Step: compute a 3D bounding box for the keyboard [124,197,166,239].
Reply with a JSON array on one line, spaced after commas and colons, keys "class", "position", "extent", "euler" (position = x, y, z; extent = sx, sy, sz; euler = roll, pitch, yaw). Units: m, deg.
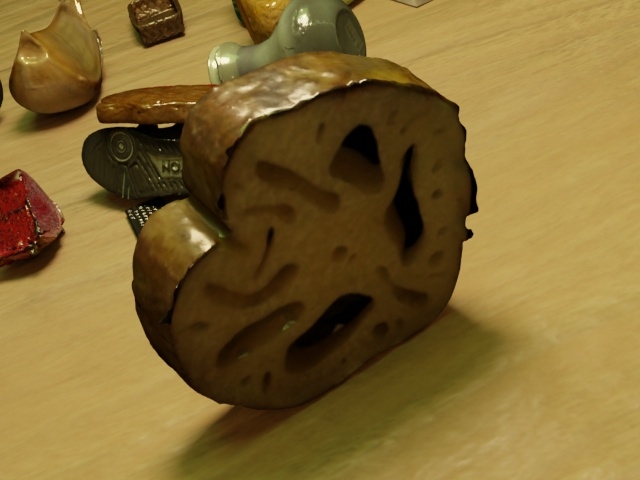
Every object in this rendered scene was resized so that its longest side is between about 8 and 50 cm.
[{"class": "keyboard", "position": [-0.229, -0.007, 1.433], "extent": [0.061, 0.013, 0.204], "euler": [-24, 34, -10]}]

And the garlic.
[{"class": "garlic", "position": [-0.477, -0.358, 1.903], "extent": [0.151, 0.196, 0.338], "euler": [6, 34, 5]}]

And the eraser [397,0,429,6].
[{"class": "eraser", "position": [0.180, -0.498, 1.972], "extent": [0.104, 0.023, 0.150], "euler": [-30, 35, -20]}]

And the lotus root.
[{"class": "lotus root", "position": [0.000, 0.000, 1.041], "extent": [0.390, 0.375, 0.111], "euler": [-58, 37, 6]}]

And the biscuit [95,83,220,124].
[{"class": "biscuit", "position": [-0.207, -0.214, 1.555], "extent": [0.273, 0.049, 0.257], "euler": [-3, 13, 4]}]

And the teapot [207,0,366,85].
[{"class": "teapot", "position": [-0.058, -0.305, 1.670], "extent": [0.251, 0.183, 0.183], "euler": [-10, 32, 30]}]

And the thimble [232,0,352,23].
[{"class": "thimble", "position": [-0.050, -0.543, 2.009], "extent": [0.288, 0.167, 0.254], "euler": [-21, 35, -5]}]

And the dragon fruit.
[{"class": "dragon fruit", "position": [-0.433, -0.019, 1.484], "extent": [0.102, 0.096, 0.147], "euler": [-21, 63, 12]}]

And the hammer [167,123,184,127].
[{"class": "hammer", "position": [-0.252, -0.158, 1.641], "extent": [0.226, 0.041, 0.159], "euler": [-28, 35, -17]}]

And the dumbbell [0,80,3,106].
[{"class": "dumbbell", "position": [-0.758, -0.291, 1.928], "extent": [0.388, 0.185, 0.185], "euler": [17, 46, 40]}]

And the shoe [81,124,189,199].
[{"class": "shoe", "position": [-0.210, -0.128, 1.528], "extent": [0.293, 0.109, 0.149], "euler": [6, 19, 30]}]

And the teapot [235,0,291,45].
[{"class": "teapot", "position": [-0.066, -0.443, 1.810], "extent": [0.167, 0.311, 0.203], "euler": [-25, -11, -2]}]

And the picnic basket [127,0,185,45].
[{"class": "picnic basket", "position": [-0.345, -0.470, 2.129], "extent": [0.110, 0.054, 0.193], "euler": [-20, 34, -4]}]
